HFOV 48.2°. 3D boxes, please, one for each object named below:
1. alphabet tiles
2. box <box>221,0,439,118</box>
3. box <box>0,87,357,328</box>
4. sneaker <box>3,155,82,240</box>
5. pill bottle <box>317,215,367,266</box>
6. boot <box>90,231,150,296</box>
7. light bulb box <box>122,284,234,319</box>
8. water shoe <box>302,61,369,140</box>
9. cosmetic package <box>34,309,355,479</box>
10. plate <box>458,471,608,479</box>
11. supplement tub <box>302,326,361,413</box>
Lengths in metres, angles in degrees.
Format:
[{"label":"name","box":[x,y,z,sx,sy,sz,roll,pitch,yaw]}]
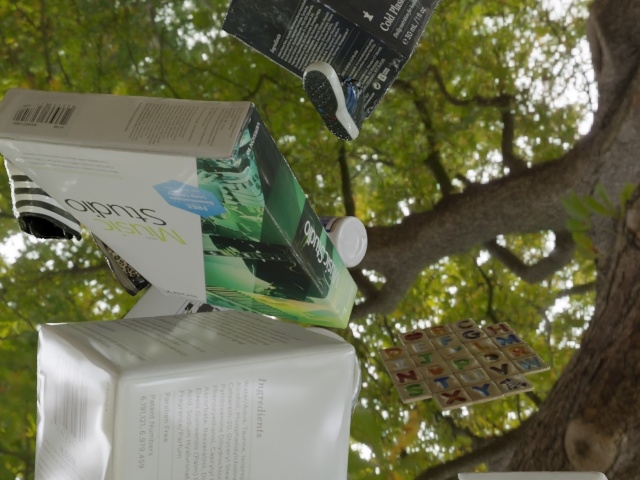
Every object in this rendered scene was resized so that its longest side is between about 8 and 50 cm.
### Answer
[{"label":"alphabet tiles","box":[0.275,0.236,1.425,0.285,0.011,0.342,-12,-164,-4]},{"label":"box","box":[0.064,-0.678,1.951,0.472,0.297,0.480,30,-123,-5]},{"label":"box","box":[-0.114,-0.016,0.667,0.232,0.322,0.058,8,-114,22]},{"label":"sneaker","box":[-0.515,-0.142,1.404,0.169,0.257,0.447,8,-166,-4]},{"label":"pill bottle","box":[0.000,0.000,1.597,0.186,0.112,0.112,3,-141,41]},{"label":"boot","box":[-0.431,-0.009,1.692,0.178,0.085,0.236,-31,-98,-4]},{"label":"light bulb box","box":[-0.399,0.311,1.719,0.225,0.358,0.361,33,-133,1]},{"label":"water shoe","box":[0.028,-0.249,1.198,0.073,0.203,0.080,25,-105,23]},{"label":"cosmetic package","box":[-0.201,0.303,1.126,0.393,0.327,0.329,0,-174,-37]},{"label":"plate","box":[0.432,0.523,1.340,0.278,0.277,0.045,-13,-141,35]},{"label":"supplement tub","box":[-0.029,0.342,1.520,0.207,0.338,0.207,2,-122,-3]}]
